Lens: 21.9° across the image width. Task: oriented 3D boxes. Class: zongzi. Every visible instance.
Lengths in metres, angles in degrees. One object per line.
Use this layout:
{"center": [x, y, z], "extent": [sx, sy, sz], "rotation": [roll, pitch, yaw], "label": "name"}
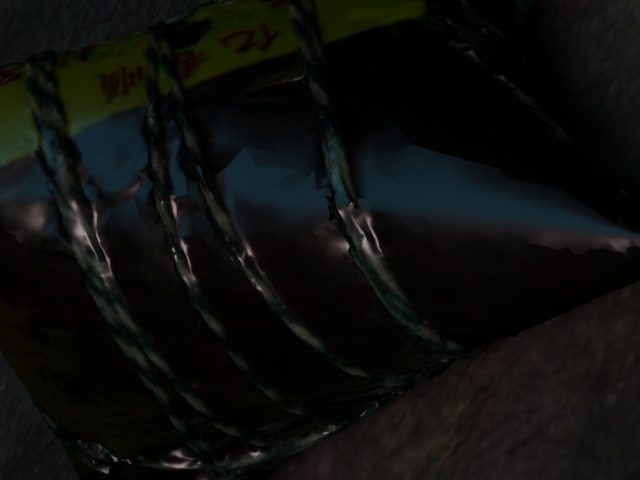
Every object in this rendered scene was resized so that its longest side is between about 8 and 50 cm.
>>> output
{"center": [0.000, 0.000, 0.789], "extent": [0.383, 0.319, 0.362], "rotation": [-36, 27, 1], "label": "zongzi"}
